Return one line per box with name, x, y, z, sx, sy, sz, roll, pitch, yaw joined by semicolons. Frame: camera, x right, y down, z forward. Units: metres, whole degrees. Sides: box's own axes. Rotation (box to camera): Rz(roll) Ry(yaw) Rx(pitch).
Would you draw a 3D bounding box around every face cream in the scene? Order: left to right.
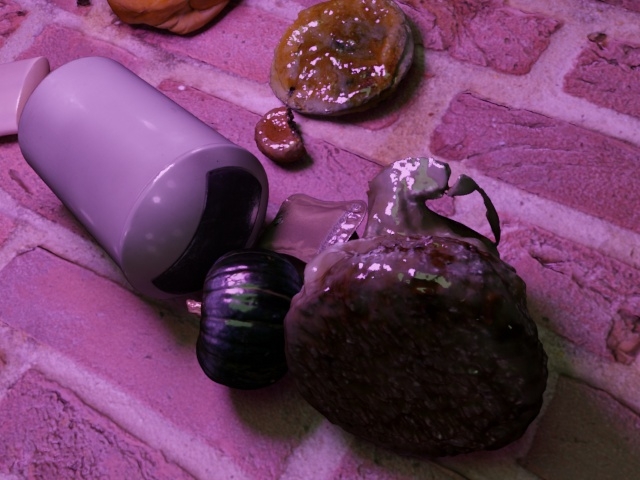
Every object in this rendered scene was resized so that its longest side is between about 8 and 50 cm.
face cream;-0.700;-0.261;2.050;0.348;0.081;0.174;-8;59;12

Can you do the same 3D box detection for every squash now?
squash;-0.108;0.119;1.582;0.172;0.218;0.218;0;53;-24

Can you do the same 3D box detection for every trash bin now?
trash bin;-0.287;-0.103;1.730;0.280;0.280;0.432;-43;55;-11

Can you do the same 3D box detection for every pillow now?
pillow;-0.017;-0.020;1.659;0.217;0.033;0.130;12;63;53

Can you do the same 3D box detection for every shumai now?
shumai;0.158;0.090;1.488;0.395;0.395;0.348;9;41;20

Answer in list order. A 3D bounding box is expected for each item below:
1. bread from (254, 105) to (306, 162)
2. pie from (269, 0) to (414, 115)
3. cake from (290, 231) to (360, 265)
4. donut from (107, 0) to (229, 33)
bread;-0.072;-0.178;1.836;0.082;0.060;0.113;-18;55;5
pie;0.036;-0.335;1.889;0.276;0.078;0.277;-7;56;11
cake;-0.003;0.003;1.682;0.185;0.116;0.080;37;77;26
donut;-0.284;-0.578;2.074;0.360;0.170;0.360;-5;64;11
